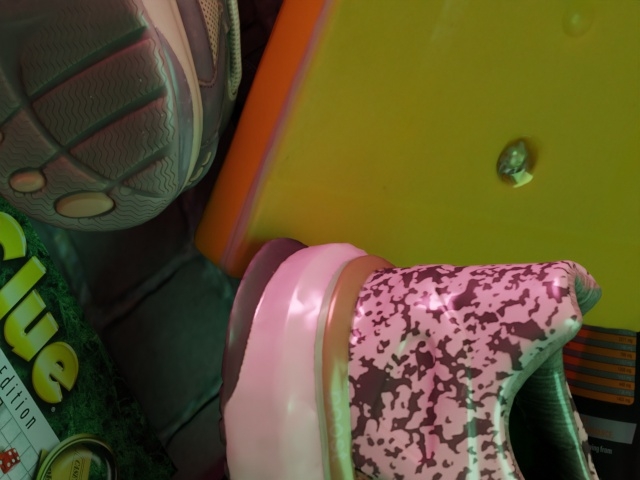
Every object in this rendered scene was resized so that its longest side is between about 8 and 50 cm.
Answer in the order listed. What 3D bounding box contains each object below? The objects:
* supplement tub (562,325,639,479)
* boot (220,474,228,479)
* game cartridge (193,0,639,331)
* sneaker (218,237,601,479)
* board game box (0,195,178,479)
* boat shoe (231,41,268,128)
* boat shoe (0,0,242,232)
[{"bbox_3d":[0.221,0.070,1.139,0.193,0.193,0.316,-7,103,-45],"label":"supplement tub"},{"bbox_3d":[-0.005,0.271,0.953,0.348,0.131,0.260,-46,127,-45],"label":"boot"},{"bbox_3d":[0.112,-0.117,0.916,0.285,0.052,0.324,9,109,-37],"label":"game cartridge"},{"bbox_3d":[0.092,0.185,0.824,0.158,0.182,0.410,-41,117,-58],"label":"sneaker"},{"bbox_3d":[-0.166,0.058,0.856,0.136,0.030,0.260,-51,128,-33],"label":"board game box"},{"bbox_3d":[0.000,0.000,0.991,0.076,0.080,0.229,-26,121,-17],"label":"boat shoe"},{"bbox_3d":[-0.117,-0.185,0.822,0.130,0.132,0.355,-35,119,-66],"label":"boat shoe"}]
